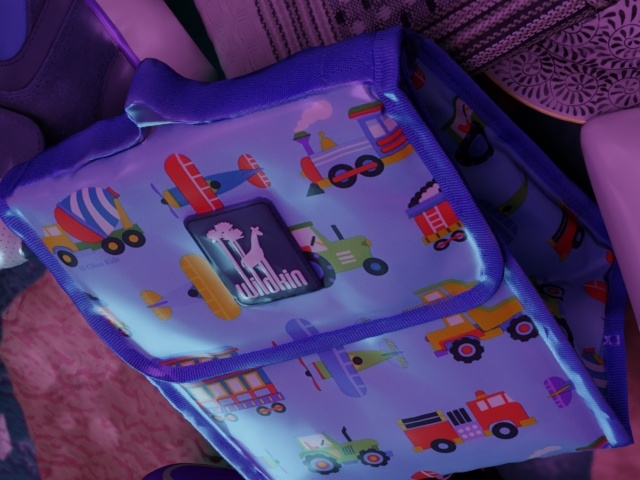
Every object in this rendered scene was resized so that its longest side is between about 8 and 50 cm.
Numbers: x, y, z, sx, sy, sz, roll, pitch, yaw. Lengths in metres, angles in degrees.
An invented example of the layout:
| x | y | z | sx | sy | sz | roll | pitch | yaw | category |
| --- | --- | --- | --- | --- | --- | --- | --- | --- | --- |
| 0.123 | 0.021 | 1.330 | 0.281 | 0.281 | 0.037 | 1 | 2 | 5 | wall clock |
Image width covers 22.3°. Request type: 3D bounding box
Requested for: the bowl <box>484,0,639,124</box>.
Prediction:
| x | y | z | sx | sy | sz | roll | pitch | yaw | category |
| --- | --- | --- | --- | --- | --- | --- | --- | --- | --- |
| 0.147 | -0.149 | 0.806 | 0.170 | 0.080 | 0.170 | 9 | 113 | 22 | bowl |

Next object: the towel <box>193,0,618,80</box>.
| x | y | z | sx | sy | sz | roll | pitch | yaw | category |
| --- | --- | --- | --- | --- | --- | --- | --- | --- | --- |
| 0.023 | -0.232 | 0.776 | 0.312 | 0.056 | 0.324 | -24 | 81 | 42 | towel |

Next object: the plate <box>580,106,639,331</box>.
| x | y | z | sx | sy | sz | roll | pitch | yaw | category |
| --- | --- | --- | --- | --- | --- | --- | --- | --- | --- |
| 0.288 | 0.046 | 0.788 | 0.277 | 0.045 | 0.278 | -9 | 119 | 22 | plate |

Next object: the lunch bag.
| x | y | z | sx | sy | sz | roll | pitch | yaw | category |
| --- | --- | --- | --- | --- | --- | --- | --- | --- | --- |
| 0.000 | 0.000 | 0.817 | 0.221 | 0.138 | 0.293 | -15 | 139 | 28 | lunch bag |

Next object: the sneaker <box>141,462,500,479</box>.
| x | y | z | sx | sy | sz | roll | pitch | yaw | category |
| --- | --- | --- | --- | --- | --- | --- | --- | --- | --- |
| 0.032 | 0.159 | 0.971 | 0.293 | 0.102 | 0.146 | 16 | 110 | 14 | sneaker |

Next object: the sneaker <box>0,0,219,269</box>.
| x | y | z | sx | sy | sz | roll | pitch | yaw | category |
| --- | --- | --- | --- | --- | --- | --- | --- | --- | --- |
| -0.234 | -0.129 | 0.897 | 0.236 | 0.130 | 0.323 | -39 | 80 | 0 | sneaker |
